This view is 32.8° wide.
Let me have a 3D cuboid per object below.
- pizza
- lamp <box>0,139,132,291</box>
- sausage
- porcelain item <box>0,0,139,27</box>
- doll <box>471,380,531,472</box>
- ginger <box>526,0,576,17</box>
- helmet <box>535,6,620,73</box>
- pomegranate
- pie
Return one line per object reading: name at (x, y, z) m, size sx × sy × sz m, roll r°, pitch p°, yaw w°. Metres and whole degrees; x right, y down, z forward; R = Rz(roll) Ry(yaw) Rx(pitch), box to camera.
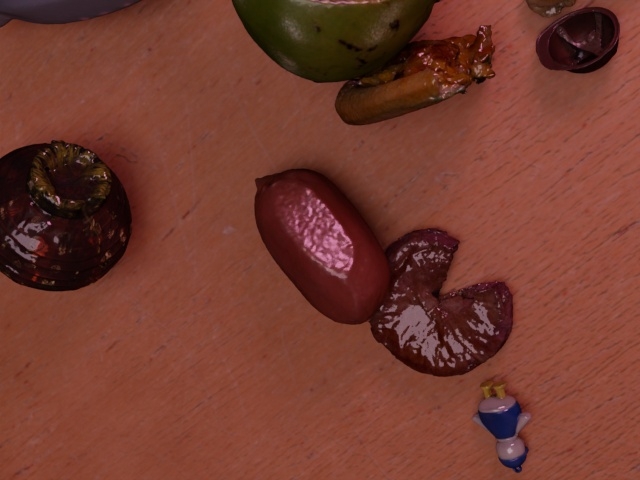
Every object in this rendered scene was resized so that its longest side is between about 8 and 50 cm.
pizza at (0.134, -0.224, 1.438) m, size 0.228 × 0.289 × 0.081 m, roll -24°, pitch 100°, yaw -17°
lamp at (-0.394, -0.040, 1.617) m, size 0.247 × 0.247 × 0.247 m, roll 4°, pitch 105°, yaw 16°
sausage at (0.000, 0.000, 1.540) m, size 0.254 × 0.148 × 0.148 m, roll 48°, pitch 113°, yaw 17°
porcelain item at (-0.338, -0.435, 1.527) m, size 0.405 × 0.178 × 0.243 m, roll -14°, pitch 101°, yaw 22°
doll at (0.268, 0.273, 1.582) m, size 0.098 × 0.057 × 0.143 m, roll -11°, pitch 101°, yaw 41°
ginger at (0.368, -0.433, 1.365) m, size 0.148 × 0.081 × 0.334 m, roll 25°, pitch 109°, yaw 27°
helmet at (0.345, -0.252, 1.426) m, size 0.111 × 0.057 × 0.089 m, roll -17°, pitch 62°, yaw 26°
pomegranate at (-0.018, -0.345, 1.374) m, size 0.358 × 0.216 × 0.310 m, roll 13°, pitch 65°, yaw 7°
pie at (0.168, 0.096, 1.569) m, size 0.218 × 0.054 × 0.204 m, roll 31°, pitch 110°, yaw 8°
